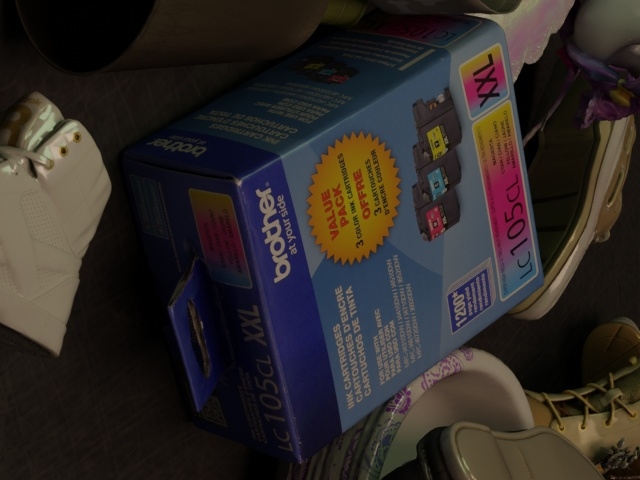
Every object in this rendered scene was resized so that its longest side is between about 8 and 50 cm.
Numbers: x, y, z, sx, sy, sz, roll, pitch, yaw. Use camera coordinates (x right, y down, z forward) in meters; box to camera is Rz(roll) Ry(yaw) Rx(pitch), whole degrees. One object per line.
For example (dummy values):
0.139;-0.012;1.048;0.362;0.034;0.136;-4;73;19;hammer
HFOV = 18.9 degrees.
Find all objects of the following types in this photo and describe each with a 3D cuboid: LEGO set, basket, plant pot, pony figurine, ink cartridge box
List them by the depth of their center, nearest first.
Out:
-0.105;-0.213;1.472;0.227;0.154;0.204;6;85;-56;basket
0.000;0.000;1.625;0.395;0.151;0.270;-32;122;-35;ink cartridge box
-0.015;-0.217;1.647;0.079;0.083;0.083;-16;110;-35;plant pot
0.282;-0.216;1.843;0.351;0.363;0.303;-64;154;-2;pony figurine
0.296;0.228;1.975;0.083;0.023;0.054;-17;147;-11;LEGO set

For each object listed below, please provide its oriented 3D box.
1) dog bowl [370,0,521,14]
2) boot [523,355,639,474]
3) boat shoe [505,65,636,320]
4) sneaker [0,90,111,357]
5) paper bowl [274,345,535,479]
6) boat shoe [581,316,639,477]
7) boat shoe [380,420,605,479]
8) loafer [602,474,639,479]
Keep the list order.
0.075;-0.350;1.621;0.349;0.102;0.348;-10;90;-68;dog bowl
0.284;0.170;1.989;0.262;0.203;0.095;39;24;-51;boot
0.264;-0.039;1.998;0.103;0.113;0.302;44;62;-40;boat shoe
-0.254;-0.043;1.357;0.292;0.108;0.169;44;61;-57;sneaker
0.067;0.229;1.772;0.284;0.148;0.284;-15;109;-49;paper bowl
0.336;0.221;2.155;0.096;0.098;0.277;-26;122;-69;boat shoe
0.163;0.228;1.720;0.335;0.095;0.112;22;43;-54;boat shoe
0.285;0.307;1.973;0.366;0.130;0.134;-5;63;-31;loafer
